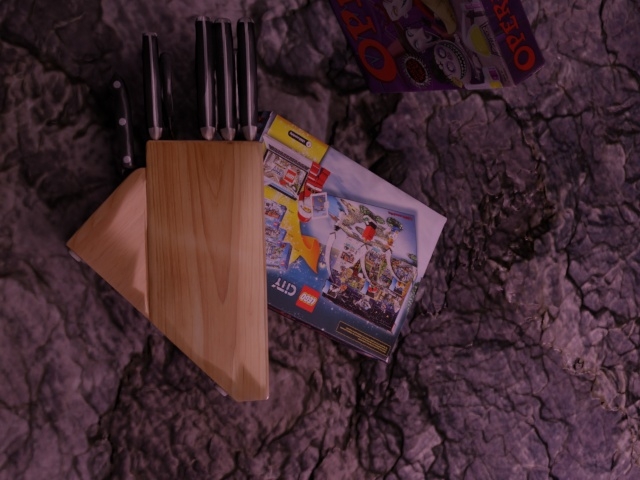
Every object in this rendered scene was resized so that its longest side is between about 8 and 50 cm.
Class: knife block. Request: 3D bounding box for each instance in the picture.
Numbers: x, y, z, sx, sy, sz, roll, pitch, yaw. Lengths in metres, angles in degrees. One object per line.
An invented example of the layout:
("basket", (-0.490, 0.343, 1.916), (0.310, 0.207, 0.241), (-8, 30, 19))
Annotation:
("knife block", (-0.081, -0.037, 0.942), (0.276, 0.088, 0.242), (44, 84, -5))

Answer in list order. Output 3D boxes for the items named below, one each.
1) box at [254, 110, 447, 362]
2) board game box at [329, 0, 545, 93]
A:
("box", (0.000, 0.000, 1.073), (0.233, 0.044, 0.159), (29, 80, -32))
("board game box", (0.050, -0.290, 0.977), (0.056, 0.208, 0.346), (-36, 113, -22))
